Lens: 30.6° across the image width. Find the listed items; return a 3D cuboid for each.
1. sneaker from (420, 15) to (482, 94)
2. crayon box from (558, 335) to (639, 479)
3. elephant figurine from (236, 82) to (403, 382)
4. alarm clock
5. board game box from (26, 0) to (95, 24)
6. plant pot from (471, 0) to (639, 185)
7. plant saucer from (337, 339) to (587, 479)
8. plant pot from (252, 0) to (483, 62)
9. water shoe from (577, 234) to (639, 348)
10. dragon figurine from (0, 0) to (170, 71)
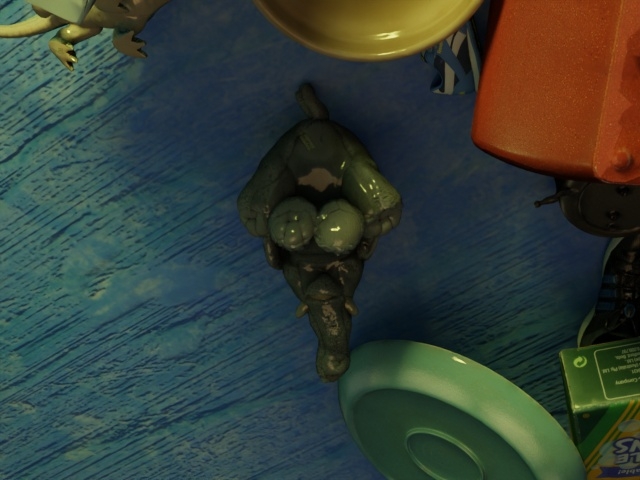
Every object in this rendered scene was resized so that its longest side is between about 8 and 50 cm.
[{"bbox_3d":[0.121,-0.201,1.129,0.059,0.053,0.144,-9,122,14],"label":"sneaker"},{"bbox_3d":[0.390,0.225,1.321,0.203,0.083,0.323,-12,140,8],"label":"crayon box"},{"bbox_3d":[0.000,0.000,1.229,0.169,0.186,0.239,34,158,22],"label":"elephant figurine"},{"bbox_3d":[0.325,-0.058,1.192,0.192,0.064,0.129,3,137,-7],"label":"alarm clock"},{"bbox_3d":[-0.154,-0.336,0.907,0.097,0.303,0.224,24,123,-11],"label":"board game box"},{"bbox_3d":[0.294,-0.163,0.974,0.267,0.236,0.267,3,110,-6],"label":"plant pot"},{"bbox_3d":[0.150,0.239,1.347,0.317,0.043,0.317,23,144,18],"label":"plant saucer"},{"bbox_3d":[0.043,-0.287,1.040,0.237,0.110,0.237,3,123,5],"label":"plant pot"},{"bbox_3d":[0.339,0.071,1.279,0.073,0.080,0.203,9,125,-2],"label":"water shoe"},{"bbox_3d":[-0.199,-0.238,1.112,0.289,0.144,0.085,-3,128,31],"label":"dragon figurine"}]
